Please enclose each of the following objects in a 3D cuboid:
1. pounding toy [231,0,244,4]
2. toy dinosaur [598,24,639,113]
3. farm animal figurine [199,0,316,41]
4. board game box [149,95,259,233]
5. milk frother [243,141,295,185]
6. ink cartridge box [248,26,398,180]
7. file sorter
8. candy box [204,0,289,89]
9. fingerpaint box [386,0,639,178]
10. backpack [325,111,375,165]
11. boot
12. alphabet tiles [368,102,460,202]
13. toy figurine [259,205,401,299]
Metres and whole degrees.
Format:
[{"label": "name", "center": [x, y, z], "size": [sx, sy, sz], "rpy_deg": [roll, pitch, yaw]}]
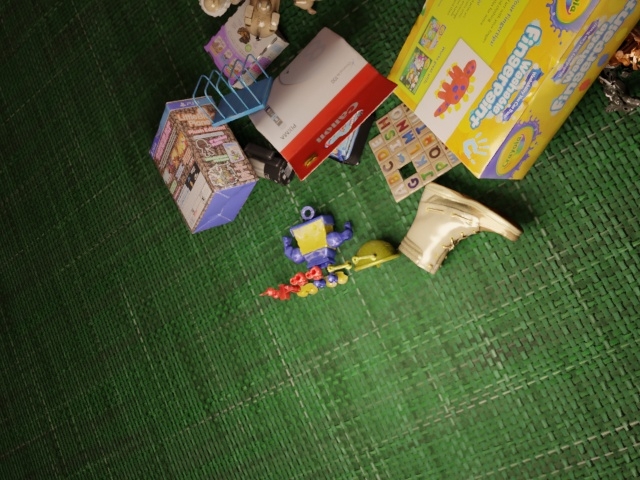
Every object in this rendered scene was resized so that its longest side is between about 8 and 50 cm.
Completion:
[{"label": "pounding toy", "center": [-0.253, -0.798, 1.644], "size": [0.154, 0.155, 0.269], "rpy_deg": [-6, 93, 43]}, {"label": "toy dinosaur", "center": [0.600, -0.370, 1.193], "size": [0.164, 0.218, 0.322], "rpy_deg": [-32, 33, 37]}, {"label": "farm animal figurine", "center": [-0.107, -0.670, 1.543], "size": [0.330, 0.172, 0.326], "rpy_deg": [28, 95, -10]}, {"label": "board game box", "center": [-0.332, -0.210, 1.647], "size": [0.291, 0.141, 0.232], "rpy_deg": [60, 143, 14]}, {"label": "milk frother", "center": [-0.130, -0.244, 1.636], "size": [0.135, 0.129, 0.143], "rpy_deg": [22, 56, 24]}, {"label": "ink cartridge box", "center": [-0.016, -0.344, 1.435], "size": [0.308, 0.091, 0.385], "rpy_deg": [-44, 33, 8]}, {"label": "file sorter", "center": [-0.230, -0.393, 1.538], "size": [0.170, 0.104, 0.118], "rpy_deg": [-13, 48, 28]}, {"label": "candy box", "center": [-0.212, -0.557, 1.682], "size": [0.196, 0.070, 0.165], "rpy_deg": [-40, 73, 21]}, {"label": "fingerpaint box", "center": [0.381, -0.411, 1.216], "size": [0.371, 0.163, 0.445], "rpy_deg": [55, 133, 35]}, {"label": "backpack", "center": [0.033, -0.292, 1.536], "size": [0.173, 0.117, 0.158], "rpy_deg": [25, 99, 27]}, {"label": "boot", "center": [0.324, -0.004, 1.396], "size": [0.262, 0.095, 0.203], "rpy_deg": [30, 101, 30]}, {"label": "alphabet tiles", "center": [0.227, -0.240, 1.462], "size": [0.198, 0.009, 0.237], "rpy_deg": [-33, 60, 22]}, {"label": "toy figurine", "center": [0.000, 0.000, 1.512], "size": [0.362, 0.191, 0.217], "rpy_deg": [-22, 73, 29]}]
